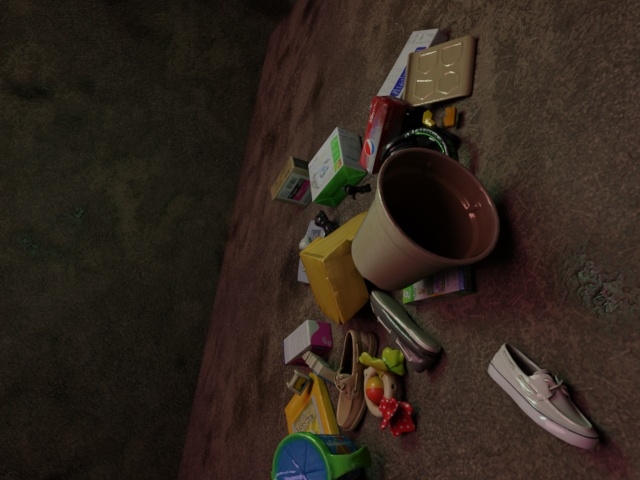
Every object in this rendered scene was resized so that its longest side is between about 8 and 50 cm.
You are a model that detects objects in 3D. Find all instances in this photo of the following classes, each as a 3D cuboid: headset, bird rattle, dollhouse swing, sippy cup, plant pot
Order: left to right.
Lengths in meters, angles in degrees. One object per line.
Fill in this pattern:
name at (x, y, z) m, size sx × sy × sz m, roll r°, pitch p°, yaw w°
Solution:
sippy cup at (0.006, 0.715, 1.377) m, size 0.306 × 0.224 × 0.240 m, roll 11°, pitch 85°, yaw 40°
dollhouse swing at (0.122, 0.084, 1.588) m, size 0.347 × 0.305 × 0.315 m, roll -176°, pitch 66°, yaw -74°
bird rattle at (0.200, 0.462, 1.340) m, size 0.207 × 0.143 × 0.253 m, roll 130°, pitch 132°, yaw -59°
headset at (0.251, -0.212, 1.409) m, size 0.394 × 0.185 × 0.243 m, roll -15°, pitch 82°, yaw 54°
plant pot at (0.241, -0.022, 1.176) m, size 0.305 × 0.334 × 0.333 m, roll 125°, pitch 149°, yaw -55°

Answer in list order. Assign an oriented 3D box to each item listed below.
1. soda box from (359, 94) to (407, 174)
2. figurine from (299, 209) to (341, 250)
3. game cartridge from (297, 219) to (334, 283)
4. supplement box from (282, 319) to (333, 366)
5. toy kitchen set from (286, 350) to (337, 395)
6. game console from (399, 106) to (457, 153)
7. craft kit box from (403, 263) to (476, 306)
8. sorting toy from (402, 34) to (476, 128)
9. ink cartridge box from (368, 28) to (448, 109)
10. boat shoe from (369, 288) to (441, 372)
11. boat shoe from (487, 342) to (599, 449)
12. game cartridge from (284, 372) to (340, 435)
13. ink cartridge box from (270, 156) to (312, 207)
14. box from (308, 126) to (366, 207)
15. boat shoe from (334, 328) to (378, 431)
soda box at (0.217, -0.370, 1.542) m, size 0.083 × 0.092 × 0.263 m, roll 50°, pitch 142°, yaw 40°
figurine at (0.000, 0.000, 1.861) m, size 0.215 × 0.092 × 0.209 m, roll -57°, pitch 42°, yaw 14°
game cartridge at (-0.026, 0.053, 1.991) m, size 0.196 × 0.060 × 0.294 m, roll 5°, pitch 81°, yaw 59°
supplement box at (-0.055, 0.424, 1.795) m, size 0.220 × 0.111 × 0.113 m, roll -49°, pitch 37°, yaw 41°
toy kitchen set at (-0.019, 0.533, 1.637) m, size 0.166 × 0.122 × 0.207 m, roll -58°, pitch 16°, yaw -7°
game console at (0.340, -0.345, 1.515) m, size 0.213 × 0.044 × 0.361 m, roll -65°, pitch 27°, yaw 19°
craft kit box at (0.343, 0.054, 1.299) m, size 0.247 × 0.061 × 0.249 m, roll -25°, pitch 55°, yaw 53°
sorting toy at (0.385, -0.505, 1.441) m, size 0.229 × 0.041 × 0.307 m, roll 1°, pitch 78°, yaw 37°
ink cartridge box at (0.318, -0.608, 1.610) m, size 0.332 × 0.065 × 0.165 m, roll -58°, pitch 30°, yaw 8°
boat shoe at (0.231, 0.267, 1.340) m, size 0.095 × 0.112 × 0.335 m, roll -63°, pitch 33°, yaw 13°
boat shoe at (0.463, 0.310, 0.911) m, size 0.267 × 0.096 × 0.088 m, roll -127°, pitch 52°, yaw -67°
game cartridge at (-0.040, 0.713, 1.690) m, size 0.285 × 0.053 × 0.323 m, roll -60°, pitch 32°, yaw 27°
ink cartridge box at (-0.110, -0.282, 2.160) m, size 0.234 × 0.193 × 0.088 m, roll -52°, pitch 37°, yaw 38°
box at (0.069, -0.316, 1.920) m, size 0.262 × 0.127 × 0.231 m, roll -46°, pitch 41°, yaw 45°
boat shoe at (0.097, 0.470, 1.488) m, size 0.122 × 0.110 × 0.341 m, roll 1°, pitch 78°, yaw 62°
